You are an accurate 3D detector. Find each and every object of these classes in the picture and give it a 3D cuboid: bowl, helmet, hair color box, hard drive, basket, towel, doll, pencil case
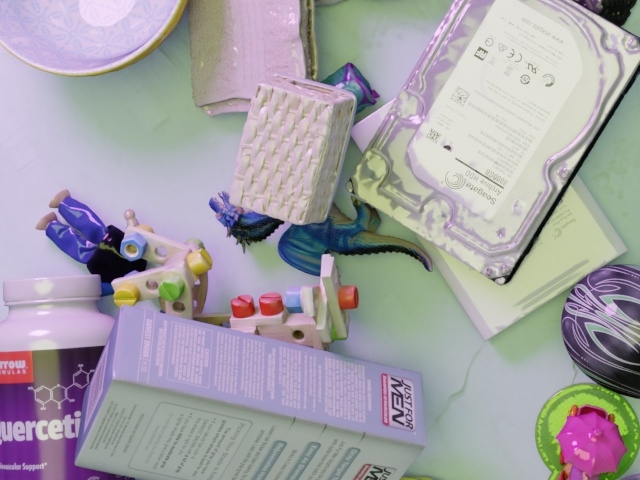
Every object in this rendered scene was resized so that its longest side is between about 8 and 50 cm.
[{"bbox_3d":[-0.287,-0.345,1.845,0.290,0.156,0.289,0,89,11],"label":"bowl"},{"bbox_3d":[0.372,0.107,1.718,0.162,0.169,0.169,30,94,-7],"label":"helmet"},{"bbox_3d":[-0.083,0.212,1.701,0.375,0.113,0.185,15,136,-15],"label":"hair color box"},{"bbox_3d":[0.208,-0.064,1.804,0.210,0.040,0.318,-34,83,8],"label":"hard drive"},{"bbox_3d":[-0.036,-0.108,1.720,0.113,0.103,0.167,17,101,12],"label":"basket"},{"bbox_3d":[-0.093,-0.301,1.814,0.187,0.049,0.282,-1,96,35],"label":"towel"},{"bbox_3d":[-0.280,0.010,1.889,0.189,0.046,0.129,37,106,8],"label":"doll"},{"bbox_3d":[0.212,-0.147,1.736,0.237,0.064,0.339,33,101,12],"label":"hard drive"},{"bbox_3d":[-0.001,-0.159,1.834,0.152,0.070,0.064,-37,47,10],"label":"pencil case"}]

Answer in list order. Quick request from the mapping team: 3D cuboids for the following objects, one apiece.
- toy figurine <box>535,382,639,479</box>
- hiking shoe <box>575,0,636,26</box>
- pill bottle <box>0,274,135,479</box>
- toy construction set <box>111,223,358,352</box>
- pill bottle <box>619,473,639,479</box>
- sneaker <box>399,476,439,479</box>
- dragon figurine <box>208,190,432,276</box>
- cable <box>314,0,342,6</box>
[{"bbox_3d":[0.314,0.263,1.716,0.130,0.159,0.173,14,92,11],"label":"toy figurine"},{"bbox_3d":[0.342,-0.346,1.777,0.114,0.086,0.226,31,101,33],"label":"hiking shoe"},{"bbox_3d":[-0.333,0.208,1.827,0.182,0.181,0.322,-5,88,10],"label":"pill bottle"},{"bbox_3d":[-0.091,0.084,1.781,0.328,0.151,0.215,3,115,26],"label":"toy construction set"},{"bbox_3d":[0.422,0.390,1.712,0.121,0.121,0.216,-5,87,10],"label":"pill bottle"},{"bbox_3d":[0.160,0.349,1.759,0.240,0.126,0.091,9,90,10],"label":"sneaker"},{"bbox_3d":[0.000,0.000,1.819,0.289,0.085,0.144,34,95,10],"label":"dragon figurine"},{"bbox_3d":[0.077,-0.437,1.813,0.257,0.089,0.257,-6,87,11],"label":"cable"}]
